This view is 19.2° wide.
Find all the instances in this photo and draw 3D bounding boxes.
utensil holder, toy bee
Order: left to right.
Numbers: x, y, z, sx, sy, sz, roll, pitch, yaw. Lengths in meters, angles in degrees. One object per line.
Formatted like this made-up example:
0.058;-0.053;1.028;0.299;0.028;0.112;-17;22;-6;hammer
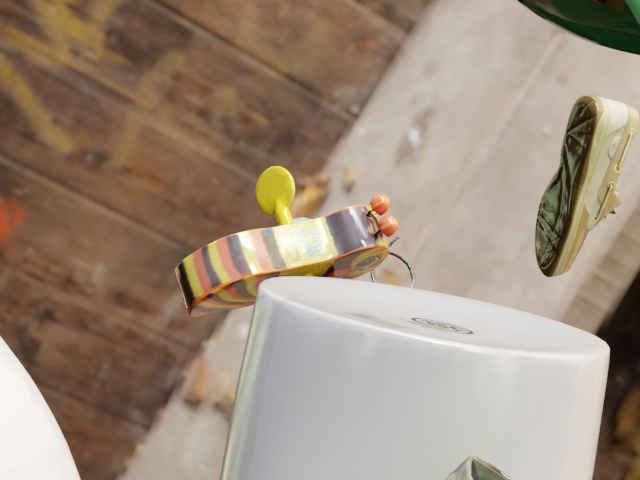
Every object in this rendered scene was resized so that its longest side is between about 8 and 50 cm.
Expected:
0.000;0.000;2.006;0.298;0.195;0.162;-31;-10;-40;toy bee
0.065;0.248;1.607;0.328;0.328;0.385;19;100;57;utensil holder

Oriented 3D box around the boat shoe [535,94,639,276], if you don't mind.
0.185;-0.034;1.295;0.050;0.045;0.135;-118;38;-53;boat shoe

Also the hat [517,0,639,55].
0.117;-0.154;1.143;0.184;0.173;0.208;-23;70;26;hat

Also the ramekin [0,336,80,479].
-0.222;0.139;0.815;0.277;0.135;0.277;13;111;38;ramekin

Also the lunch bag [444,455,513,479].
0.076;0.291;1.136;0.235;0.169;0.287;-49;26;13;lunch bag
